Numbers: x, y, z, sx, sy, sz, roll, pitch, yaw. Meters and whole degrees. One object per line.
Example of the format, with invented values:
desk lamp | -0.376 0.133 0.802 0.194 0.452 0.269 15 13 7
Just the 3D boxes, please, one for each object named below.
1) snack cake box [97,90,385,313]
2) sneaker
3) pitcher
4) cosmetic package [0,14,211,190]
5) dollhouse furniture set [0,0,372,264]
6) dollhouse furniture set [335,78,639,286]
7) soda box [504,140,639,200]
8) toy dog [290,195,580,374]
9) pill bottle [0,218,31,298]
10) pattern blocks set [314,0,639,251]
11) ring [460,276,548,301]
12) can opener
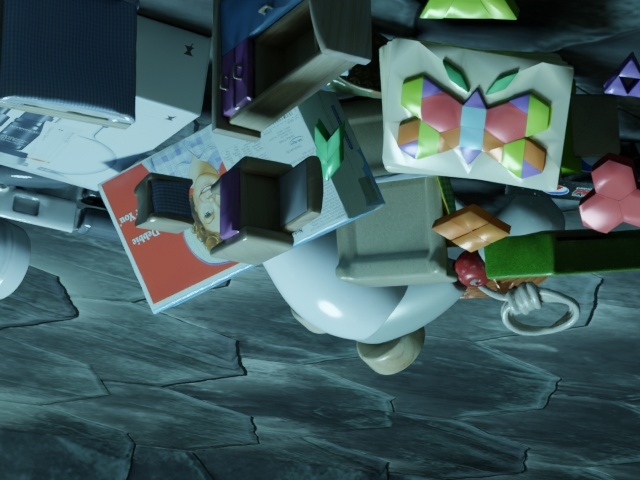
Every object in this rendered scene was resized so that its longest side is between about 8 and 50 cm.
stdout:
snack cake box | -0.084 -0.047 2.007 0.264 0.152 0.089 -25 179 30
sneaker | -0.014 -0.178 1.870 0.192 0.064 0.086 19 160 -15
pitcher | 0.000 0.000 2.157 0.207 0.178 0.125 39 127 -7
cosmetic package | -0.339 -0.173 1.959 0.377 0.097 0.284 15 157 -23
dollhouse furniture set | -0.137 -0.162 1.622 0.303 0.286 0.198 11 156 -28
dollhouse furniture set | 0.161 -0.057 2.008 0.301 0.197 0.151 -4 180 43
soda box | 0.282 -0.075 2.076 0.169 0.053 0.060 5 161 4
toy dog | 0.128 0.020 2.275 0.334 0.161 0.220 -15 137 11
pill bottle | -0.486 -0.009 2.428 0.136 0.136 0.246 -10 155 42
pattern blocks set | 0.143 -0.113 1.792 0.325 0.026 0.285 -3 121 18
ring | 0.128 0.027 2.476 0.336 0.032 0.336 7 161 2
can opener | -0.259 -0.044 2.338 0.283 0.076 0.095 12 162 -19
